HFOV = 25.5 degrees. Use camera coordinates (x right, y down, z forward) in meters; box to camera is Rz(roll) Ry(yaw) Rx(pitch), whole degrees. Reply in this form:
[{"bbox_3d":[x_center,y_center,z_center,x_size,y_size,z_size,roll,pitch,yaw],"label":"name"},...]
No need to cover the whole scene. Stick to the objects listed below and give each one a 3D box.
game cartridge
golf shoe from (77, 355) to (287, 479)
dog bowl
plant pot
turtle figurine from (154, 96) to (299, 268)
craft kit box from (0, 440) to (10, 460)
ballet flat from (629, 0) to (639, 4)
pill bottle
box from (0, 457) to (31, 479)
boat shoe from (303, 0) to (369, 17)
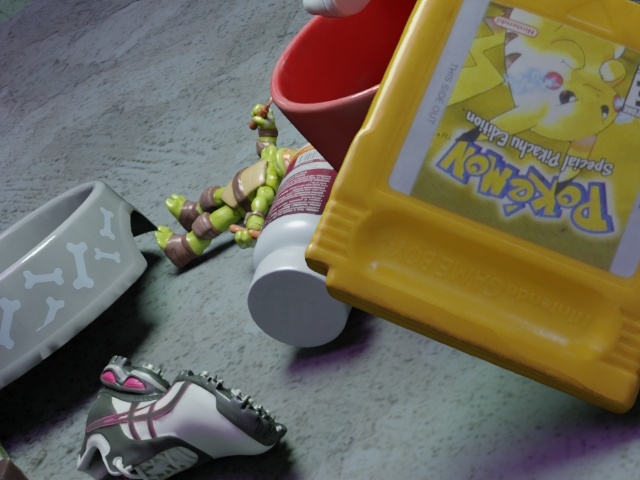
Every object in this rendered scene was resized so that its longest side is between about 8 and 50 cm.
[{"bbox_3d":[0.172,-0.060,1.151,0.285,0.052,0.323,21,74,8],"label":"game cartridge"},{"bbox_3d":[-0.133,0.187,1.339,0.273,0.105,0.120,-2,56,54],"label":"golf shoe"},{"bbox_3d":[-0.353,0.057,1.674,0.349,0.102,0.349,-32,15,10],"label":"dog bowl"},{"bbox_3d":[0.125,-0.121,1.383,0.275,0.243,0.275,-25,29,15],"label":"plant pot"},{"bbox_3d":[-0.089,-0.064,1.681,0.217,0.087,0.269,-29,41,29],"label":"turtle figurine"},{"bbox_3d":[-0.436,0.302,1.497,0.250,0.061,0.246,-37,30,-9],"label":"craft kit box"},{"bbox_3d":[0.240,-0.377,1.742,0.164,0.182,0.483,-37,28,-10],"label":"ballet flat"},{"bbox_3d":[0.000,0.000,1.450,0.121,0.121,0.221,-18,31,27],"label":"pill bottle"},{"bbox_3d":[-0.343,0.380,1.184,0.191,0.143,0.381,-23,31,18],"label":"box"},{"bbox_3d":[0.047,-0.286,1.412,0.063,0.066,0.184,3,53,47],"label":"boat shoe"}]
